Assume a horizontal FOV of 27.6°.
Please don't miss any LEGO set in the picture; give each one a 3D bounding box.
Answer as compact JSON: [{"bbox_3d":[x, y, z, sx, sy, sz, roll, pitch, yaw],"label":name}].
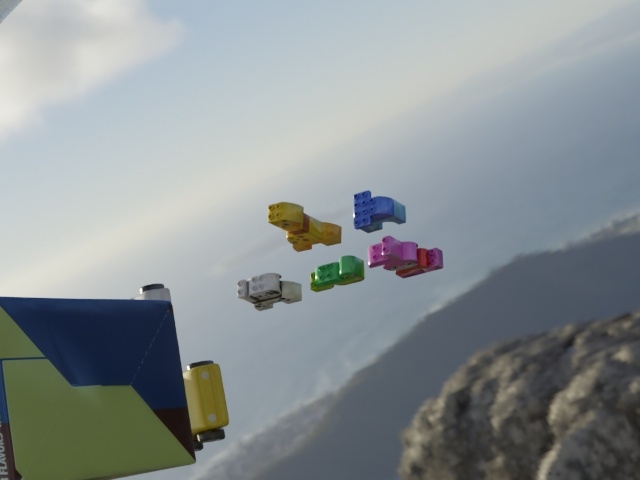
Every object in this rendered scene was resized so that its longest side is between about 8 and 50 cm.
[{"bbox_3d":[0.000,0.000,1.314,0.227,0.087,0.093,-16,-26,32],"label":"LEGO set"}]

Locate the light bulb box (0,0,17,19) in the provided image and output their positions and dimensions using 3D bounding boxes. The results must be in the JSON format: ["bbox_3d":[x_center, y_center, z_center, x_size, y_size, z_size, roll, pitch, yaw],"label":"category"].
[{"bbox_3d":[-0.533,-0.402,1.835,0.361,0.225,0.358,-46,11,2],"label":"light bulb box"}]

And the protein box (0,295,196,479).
[{"bbox_3d":[-0.244,0.130,1.012,0.201,0.136,0.200,-16,-12,31],"label":"protein box"}]

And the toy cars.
[{"bbox_3d":[-0.227,0.171,1.756,0.087,0.176,0.393,-4,27,-24],"label":"toy cars"}]
